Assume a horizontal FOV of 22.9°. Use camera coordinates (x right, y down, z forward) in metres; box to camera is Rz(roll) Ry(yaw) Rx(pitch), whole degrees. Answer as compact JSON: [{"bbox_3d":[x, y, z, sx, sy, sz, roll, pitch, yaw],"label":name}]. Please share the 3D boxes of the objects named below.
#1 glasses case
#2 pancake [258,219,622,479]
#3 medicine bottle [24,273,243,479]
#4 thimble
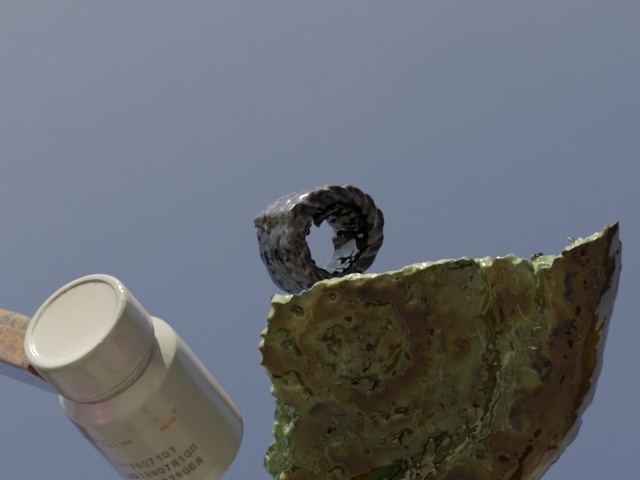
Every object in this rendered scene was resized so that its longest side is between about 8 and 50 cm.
[{"bbox_3d":[-0.276,0.092,1.407,0.075,0.218,0.049,36,-107,-36],"label":"glasses case"},{"bbox_3d":[0.038,0.106,0.945,0.197,0.054,0.376,42,-70,-2],"label":"pancake"},{"bbox_3d":[-0.070,0.057,0.598,0.052,0.052,0.089,-25,-50,11],"label":"medicine bottle"},{"bbox_3d":[0.002,0.001,1.349,0.104,0.066,0.095,-2,-98,-37],"label":"thimble"}]
